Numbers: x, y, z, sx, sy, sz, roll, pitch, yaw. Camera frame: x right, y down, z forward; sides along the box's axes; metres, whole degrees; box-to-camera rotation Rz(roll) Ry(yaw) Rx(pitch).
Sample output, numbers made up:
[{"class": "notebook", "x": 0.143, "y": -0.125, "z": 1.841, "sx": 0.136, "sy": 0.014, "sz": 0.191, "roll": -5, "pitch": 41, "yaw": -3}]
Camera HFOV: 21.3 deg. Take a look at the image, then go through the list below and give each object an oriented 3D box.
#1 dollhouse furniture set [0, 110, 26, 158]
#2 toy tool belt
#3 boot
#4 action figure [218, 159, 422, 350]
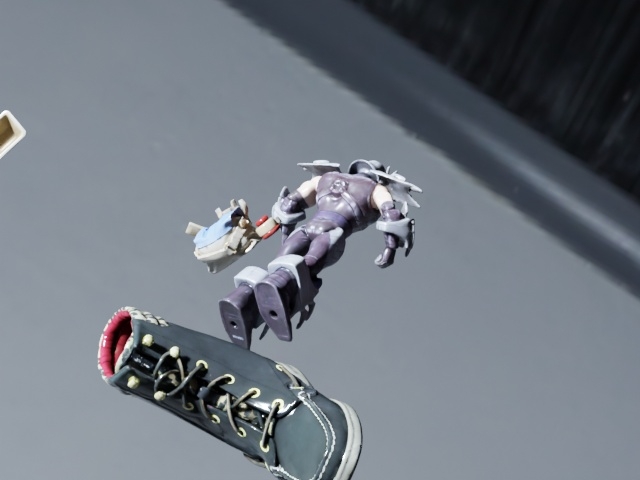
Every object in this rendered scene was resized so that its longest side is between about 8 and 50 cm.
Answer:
[{"class": "dollhouse furniture set", "x": -0.351, "y": -0.094, "z": 1.625, "sx": 0.114, "sy": 0.081, "sz": 0.091, "roll": -42, "pitch": 82, "yaw": 6}, {"class": "toy tool belt", "x": -0.079, "y": -0.010, "z": 1.496, "sx": 0.051, "sy": 0.083, "sz": 0.052, "roll": 52, "pitch": 35, "yaw": -5}, {"class": "boot", "x": -0.078, "y": 0.132, "z": 1.372, "sx": 0.179, "sy": 0.085, "sz": 0.236, "roll": 23, "pitch": 5, "yaw": -22}, {"class": "action figure", "x": 0.000, "y": 0.000, "z": 1.892, "sx": 0.185, "sy": 0.099, "sz": 0.285, "roll": 1, "pitch": 38, "yaw": 42}]
